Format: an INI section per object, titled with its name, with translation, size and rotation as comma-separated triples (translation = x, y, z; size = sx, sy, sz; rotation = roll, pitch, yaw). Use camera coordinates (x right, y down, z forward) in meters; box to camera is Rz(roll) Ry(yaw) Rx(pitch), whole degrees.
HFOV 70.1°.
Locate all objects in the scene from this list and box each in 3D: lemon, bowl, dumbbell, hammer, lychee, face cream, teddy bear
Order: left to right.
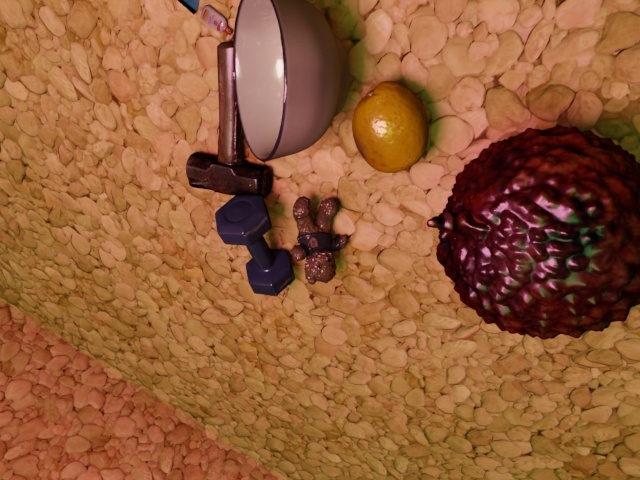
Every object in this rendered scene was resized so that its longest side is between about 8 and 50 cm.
[face cream]
translation = -0.249, -0.527, 1.100
size = 0.083, 0.021, 0.040
rotation = 36, 128, -4
[hammer]
translation = -0.244, -0.310, 1.201
size = 0.242, 0.095, 0.410
rotation = 15, 123, 13
[dumbbell]
translation = -0.179, 0.021, 1.304
size = 0.143, 0.156, 0.316
rotation = 33, 155, 36
[bowl]
translation = -0.057, -0.354, 0.992
size = 0.184, 0.354, 0.354
rotation = -9, 130, -24
[teddy bear]
translation = -0.007, -0.005, 1.279
size = 0.181, 0.129, 0.252
rotation = -8, 102, -19
[lemon]
translation = 0.159, -0.250, 1.029
size = 0.169, 0.170, 0.208
rotation = -12, 123, 28
[lychee]
translation = 0.429, -0.016, 0.909
size = 0.498, 0.425, 0.425
rotation = 12, 131, -20

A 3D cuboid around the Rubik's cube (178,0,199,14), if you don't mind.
[Rubik's cube]
translation = -0.390, -0.655, 0.942
size = 0.249, 0.234, 0.284
rotation = 32, 128, 1
